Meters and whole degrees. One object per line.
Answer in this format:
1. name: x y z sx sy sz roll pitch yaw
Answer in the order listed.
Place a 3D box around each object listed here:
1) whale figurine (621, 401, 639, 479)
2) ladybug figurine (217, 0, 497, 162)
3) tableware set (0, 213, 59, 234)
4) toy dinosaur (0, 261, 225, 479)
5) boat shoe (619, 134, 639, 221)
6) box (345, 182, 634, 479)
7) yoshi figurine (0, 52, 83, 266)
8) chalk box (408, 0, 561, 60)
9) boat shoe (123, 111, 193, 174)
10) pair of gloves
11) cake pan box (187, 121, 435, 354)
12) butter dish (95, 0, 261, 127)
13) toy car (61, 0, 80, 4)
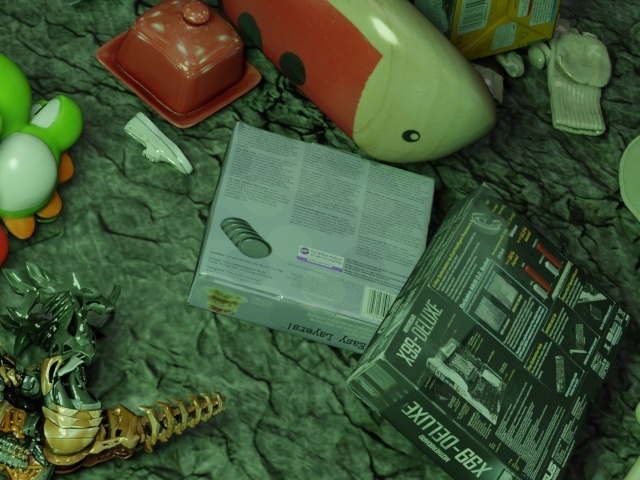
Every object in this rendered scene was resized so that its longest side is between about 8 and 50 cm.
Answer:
1. whale figurine: 0.406 0.270 1.814 0.272 0.141 0.216 -28 62 -8
2. ladybug figurine: 0.020 -0.249 2.013 0.162 0.305 0.449 -46 63 4
3. tableware set: -0.360 -0.071 1.869 0.104 0.024 0.154 -16 59 -30
4. toy dinosaur: -0.269 0.159 1.664 0.322 0.164 0.218 13 61 -34
5. boat shoe: 0.440 -0.042 2.113 0.079 0.084 0.233 39 27 -40
6. box: 0.193 0.120 1.829 0.242 0.076 0.307 41 48 -9
7. yoshi figurine: -0.397 -0.066 1.729 0.203 0.203 0.362 22 49 19
8. chalk box: 0.174 -0.394 2.197 0.179 0.180 0.289 -16 48 -23
9. boat shoe: -0.192 -0.107 1.957 0.035 0.035 0.100 -43 77 -11
10. pair of gloves: 0.277 -0.246 2.230 0.240 0.042 0.204 17 48 -7
11. cake pan box: 0.000 0.000 1.912 0.266 0.070 0.246 15 51 -7
12. butter dish: -0.162 -0.239 2.015 0.160 0.118 0.160 41 51 15
13. toy car: -0.264 -0.361 2.076 0.188 0.149 0.155 -30 54 -23
